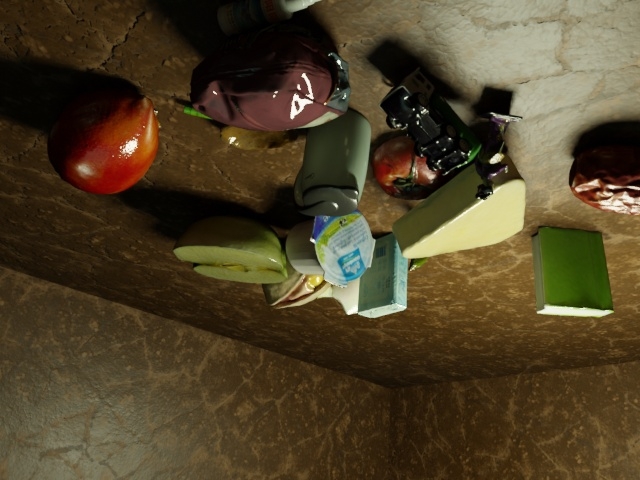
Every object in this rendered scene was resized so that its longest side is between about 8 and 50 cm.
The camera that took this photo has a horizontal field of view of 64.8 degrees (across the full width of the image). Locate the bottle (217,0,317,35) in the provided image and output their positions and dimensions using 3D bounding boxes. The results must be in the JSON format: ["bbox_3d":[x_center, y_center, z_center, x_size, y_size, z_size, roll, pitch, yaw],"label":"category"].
[{"bbox_3d":[-0.090,-0.442,0.951,0.217,0.060,0.060,-7,150,22],"label":"bottle"}]

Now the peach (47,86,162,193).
[{"bbox_3d":[-0.550,-0.236,1.295,0.362,0.201,0.258,-20,141,41],"label":"peach"}]

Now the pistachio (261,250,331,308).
[{"bbox_3d":[-0.096,0.148,1.897,0.230,0.229,0.309,27,147,-33],"label":"pistachio"}]

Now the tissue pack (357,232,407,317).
[{"bbox_3d":[0.217,0.122,1.740,0.089,0.263,0.177,22,150,-33],"label":"tissue pack"}]

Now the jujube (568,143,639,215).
[{"bbox_3d":[0.740,-0.146,1.220,0.251,0.174,0.174,14,154,10],"label":"jujube"}]

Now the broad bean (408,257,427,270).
[{"bbox_3d":[0.304,0.002,1.524,0.052,0.256,0.053,44,128,-17],"label":"broad bean"}]

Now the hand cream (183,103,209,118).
[{"bbox_3d":[-0.280,-0.319,1.268,0.122,0.023,0.036,10,149,-14],"label":"hand cream"}]

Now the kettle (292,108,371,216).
[{"bbox_3d":[0.017,-0.173,1.246,0.221,0.236,0.161,-20,143,41],"label":"kettle"}]

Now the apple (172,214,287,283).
[{"bbox_3d":[-0.284,0.057,1.712,0.361,0.320,0.311,3,114,10],"label":"apple"}]

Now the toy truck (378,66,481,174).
[{"bbox_3d":[0.249,-0.256,1.109,0.242,0.125,0.101,44,144,-13],"label":"toy truck"}]

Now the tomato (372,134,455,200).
[{"bbox_3d":[0.244,-0.176,1.342,0.228,0.101,0.228,8,154,4],"label":"tomato"}]

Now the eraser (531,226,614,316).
[{"bbox_3d":[0.771,0.099,1.555,0.210,0.274,0.092,5,151,3],"label":"eraser"}]

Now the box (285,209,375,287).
[{"bbox_3d":[0.000,0.000,1.630,0.206,0.262,0.291,-9,112,48],"label":"box"}]

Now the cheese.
[{"bbox_3d":[0.414,-0.090,1.343,0.384,0.104,0.384,-14,153,-7],"label":"cheese"}]

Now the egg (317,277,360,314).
[{"bbox_3d":[0.108,0.165,1.964,0.207,0.161,0.271,-10,-164,-19],"label":"egg"}]

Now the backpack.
[{"bbox_3d":[-0.111,-0.313,0.979,0.284,0.197,0.317,-6,-172,22],"label":"backpack"}]

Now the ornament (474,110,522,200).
[{"bbox_3d":[0.402,-0.193,1.163,0.081,0.203,0.088,2,-172,-2],"label":"ornament"}]

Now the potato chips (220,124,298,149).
[{"bbox_3d":[-0.159,-0.281,1.282,0.202,0.049,0.150,-13,152,29],"label":"potato chips"}]
